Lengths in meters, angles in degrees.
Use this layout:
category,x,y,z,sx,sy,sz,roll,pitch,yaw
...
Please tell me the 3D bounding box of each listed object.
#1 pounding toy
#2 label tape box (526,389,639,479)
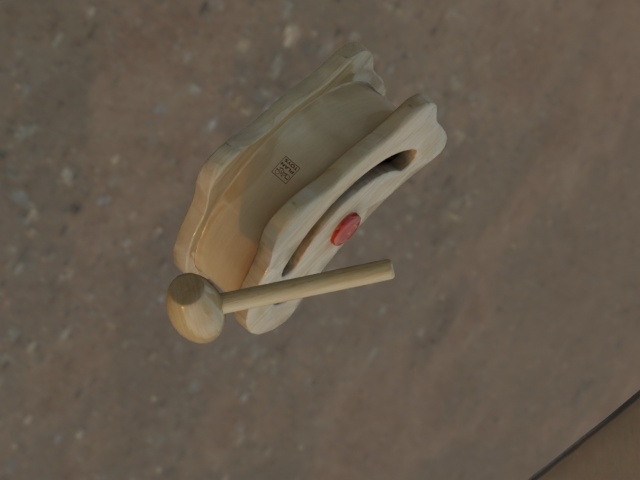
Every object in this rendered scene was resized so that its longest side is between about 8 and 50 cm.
category,x,y,z,sx,sy,sz,roll,pitch,yaw
pounding toy,0.000,0.000,1.135,0.269,0.155,0.154,-41,160,-23
label tape box,0.175,0.101,0.354,0.106,0.241,0.333,-175,-100,-75
